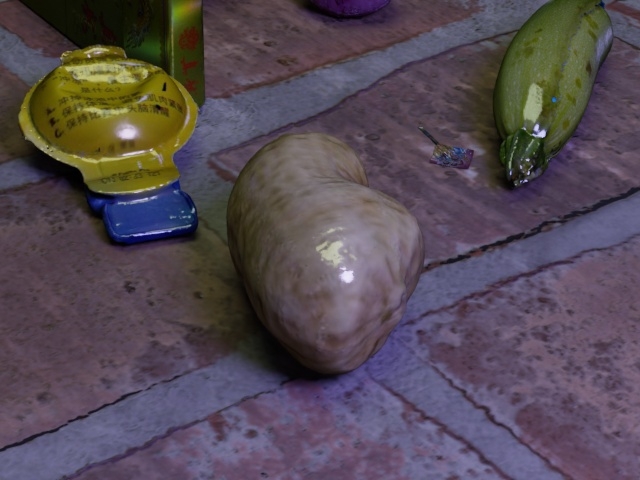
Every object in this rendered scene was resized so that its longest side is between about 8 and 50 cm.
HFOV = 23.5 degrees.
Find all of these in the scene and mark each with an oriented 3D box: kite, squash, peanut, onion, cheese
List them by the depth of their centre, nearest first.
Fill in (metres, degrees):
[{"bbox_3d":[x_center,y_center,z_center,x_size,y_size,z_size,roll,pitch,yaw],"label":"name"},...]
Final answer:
[{"bbox_3d":[0.000,0.000,1.137,0.137,0.122,0.253,-6,30,-15],"label":"peanut"},{"bbox_3d":[-0.171,-0.085,1.301,0.156,0.064,0.250,-9,44,-16],"label":"cheese"},{"bbox_3d":[0.115,-0.084,1.380,0.044,0.002,0.078,-1,34,-6],"label":"kite"},{"bbox_3d":[0.210,-0.153,1.415,0.094,0.094,0.341,13,35,15],"label":"squash"},{"bbox_3d":[0.033,-0.284,1.605,0.115,0.115,0.104,12,-10,13],"label":"onion"}]

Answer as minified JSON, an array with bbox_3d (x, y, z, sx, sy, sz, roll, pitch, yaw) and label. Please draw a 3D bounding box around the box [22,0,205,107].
[{"bbox_3d":[-0.209,-0.258,1.461,0.043,0.173,0.311,-21,40,-30],"label":"box"}]
